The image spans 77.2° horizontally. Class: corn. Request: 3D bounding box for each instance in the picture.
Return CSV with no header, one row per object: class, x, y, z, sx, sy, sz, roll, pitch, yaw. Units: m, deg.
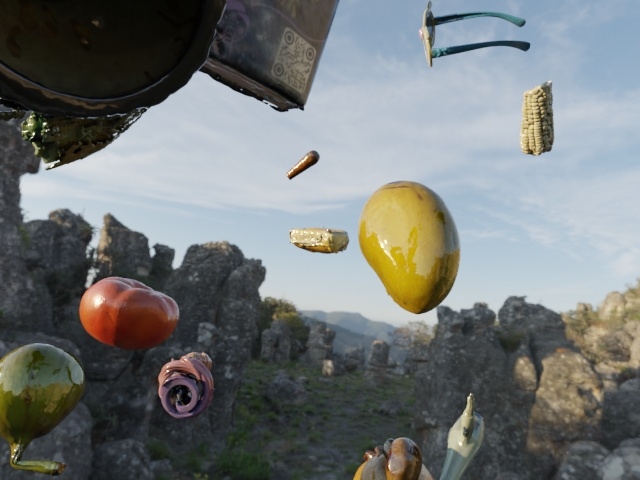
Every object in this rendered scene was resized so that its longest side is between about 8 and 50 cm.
corn,0.585,-0.331,1.090,0.087,0.087,0.211,-1,-52,29

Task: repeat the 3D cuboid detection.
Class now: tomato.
tomato,-0.539,0.211,1.138,0.260,0.180,0.260,17,-8,3

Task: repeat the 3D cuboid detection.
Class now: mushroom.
mushroom,0.156,0.414,0.767,0.073,0.088,0.129,-23,4,5

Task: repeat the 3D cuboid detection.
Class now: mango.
mango,0.262,0.010,1.210,0.301,0.445,0.220,-15,-38,19

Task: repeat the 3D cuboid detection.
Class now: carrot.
carrot,-0.073,-0.303,1.618,0.161,0.055,0.055,-32,-27,22

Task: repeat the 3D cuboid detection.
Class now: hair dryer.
hair dryer,0.261,0.384,0.746,0.067,0.167,0.199,17,-27,30

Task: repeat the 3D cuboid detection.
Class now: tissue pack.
tissue pack,-0.081,-0.420,0.626,0.259,0.361,0.122,13,5,-42

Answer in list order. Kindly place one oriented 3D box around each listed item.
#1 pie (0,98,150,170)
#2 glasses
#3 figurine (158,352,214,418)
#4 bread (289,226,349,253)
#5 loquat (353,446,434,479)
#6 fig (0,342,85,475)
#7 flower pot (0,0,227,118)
pie,-0.405,-0.255,0.707,0.078,0.296,0.371,51,-22,-8
glasses,0.319,-0.425,0.860,0.221,0.189,0.088,12,-41,5
figurine,-0.291,0.293,0.872,0.114,0.126,0.157,26,14,-23
bread,0.000,0.000,0.754,0.106,0.053,0.072,7,6,32
loquat,0.153,0.568,0.835,0.193,0.238,0.238,5,-11,-4
fig,-0.473,0.271,0.658,0.148,0.186,0.142,26,-37,-29
flower pot,-0.268,-0.294,0.387,0.267,0.266,0.266,43,7,26
